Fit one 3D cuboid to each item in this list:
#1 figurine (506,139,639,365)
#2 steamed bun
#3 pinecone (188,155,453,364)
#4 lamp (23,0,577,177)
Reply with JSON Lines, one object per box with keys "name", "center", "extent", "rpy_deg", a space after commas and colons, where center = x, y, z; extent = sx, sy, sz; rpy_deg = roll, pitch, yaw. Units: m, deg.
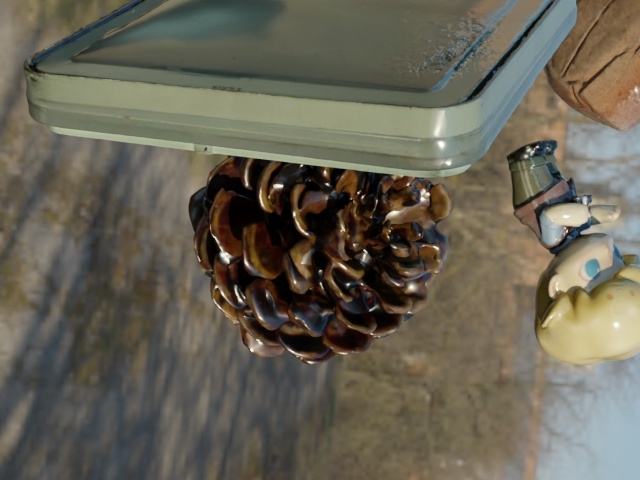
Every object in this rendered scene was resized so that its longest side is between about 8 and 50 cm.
{"name": "figurine", "center": [0.219, 0.008, 1.116], "extent": [0.114, 0.108, 0.196], "rpy_deg": [-9, 81, -71]}
{"name": "steamed bun", "center": [0.301, -0.193, 1.337], "extent": [0.145, 0.106, 0.175], "rpy_deg": [-49, -135, 24]}
{"name": "pinecone", "center": [0.000, 0.000, 1.194], "extent": [0.272, 0.224, 0.224], "rpy_deg": [2, -94, 63]}
{"name": "lamp", "center": [-0.001, -0.120, 0.795], "extent": [0.266, 0.269, 0.047], "rpy_deg": [-50, 142, -53]}
